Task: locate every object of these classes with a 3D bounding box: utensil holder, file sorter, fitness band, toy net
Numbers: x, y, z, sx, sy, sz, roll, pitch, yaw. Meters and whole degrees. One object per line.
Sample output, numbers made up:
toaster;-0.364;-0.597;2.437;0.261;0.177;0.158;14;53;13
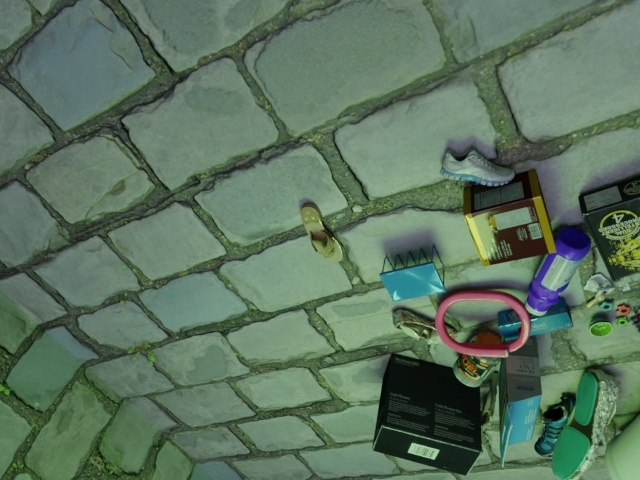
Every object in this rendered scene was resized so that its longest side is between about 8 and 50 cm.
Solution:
utensil holder;1.187;0.683;1.688;0.327;0.328;0.386;15;128;4
file sorter;0.287;0.099;1.599;0.170;0.105;0.118;-15;122;25
fitness band;0.510;0.261;1.639;0.290;0.054;0.209;-2;100;25
toy net;0.862;0.195;1.555;0.122;0.045;0.232;-10;125;23

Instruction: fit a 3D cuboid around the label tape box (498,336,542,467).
label tape box;0.645;0.519;1.681;0.115;0.348;0.249;2;129;14

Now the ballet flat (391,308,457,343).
ballet flat;0.352;0.312;1.774;0.240;0.077;0.091;20;130;-2

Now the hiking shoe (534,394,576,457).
hiking shoe;0.872;0.682;1.924;0.132;0.113;0.304;27;121;3

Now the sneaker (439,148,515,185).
sneaker;0.412;-0.196;1.349;0.190;0.071;0.083;8;124;9

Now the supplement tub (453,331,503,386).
supplement tub;0.542;0.404;1.769;0.116;0.117;0.191;18;130;1

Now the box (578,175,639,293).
box;0.911;-0.044;1.312;0.394;0.097;0.318;-21;124;30

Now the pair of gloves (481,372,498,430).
pair of gloves;0.605;0.624;1.875;0.042;0.204;0.240;17;132;19

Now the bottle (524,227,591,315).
bottle;0.668;0.099;1.482;0.092;0.118;0.283;37;137;29

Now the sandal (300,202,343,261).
sandal;-0.006;0.001;1.618;0.088;0.079;0.240;-12;124;24

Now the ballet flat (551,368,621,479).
ballet flat;0.919;0.637;1.756;0.146;0.147;0.409;15;100;4

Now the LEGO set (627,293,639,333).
LEGO set;1.009;0.182;1.427;0.254;0.192;0.331;-31;146;5

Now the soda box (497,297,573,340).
soda box;0.676;0.250;1.637;0.210;0.067;0.071;-20;120;28

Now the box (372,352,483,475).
box;0.385;0.617;1.859;0.343;0.313;0.179;14;132;5

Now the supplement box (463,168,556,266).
supplement box;0.506;-0.056;1.394;0.194;0.129;0.191;-14;124;25
